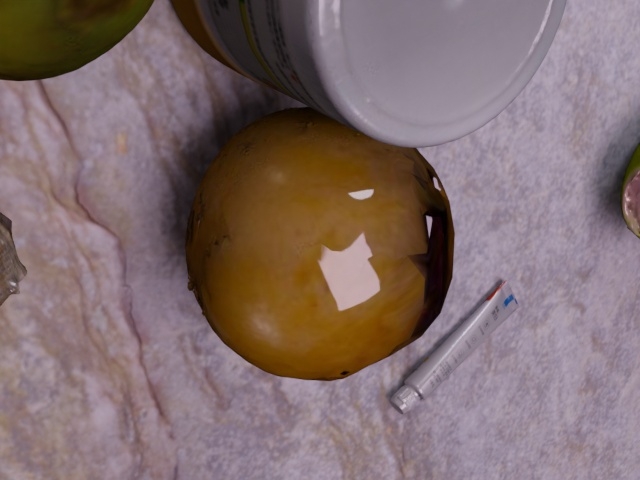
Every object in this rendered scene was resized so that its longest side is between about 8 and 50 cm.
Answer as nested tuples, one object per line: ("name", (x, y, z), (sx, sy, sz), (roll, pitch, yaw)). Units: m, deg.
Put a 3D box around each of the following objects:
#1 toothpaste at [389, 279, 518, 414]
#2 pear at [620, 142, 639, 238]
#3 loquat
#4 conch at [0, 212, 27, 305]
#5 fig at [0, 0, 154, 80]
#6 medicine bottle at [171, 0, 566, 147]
("toothpaste", (0.151, 0.122, 1.208), (0.190, 0.031, 0.048), (-42, 127, -16))
("pear", (0.451, -0.067, 1.237), (0.220, 0.187, 0.187), (-21, 123, -42))
("loquat", (0.000, 0.000, 0.910), (0.235, 0.235, 0.235), (-16, 120, -29))
("conch", (-0.313, 0.000, 0.741), (0.178, 0.163, 0.245), (-30, 98, -39))
("fig", (-0.184, -0.213, 0.690), (0.230, 0.207, 0.207), (-29, 126, -20))
("medicine bottle", (0.030, -0.213, 0.822), (0.238, 0.232, 0.238), (-15, 119, -29))
